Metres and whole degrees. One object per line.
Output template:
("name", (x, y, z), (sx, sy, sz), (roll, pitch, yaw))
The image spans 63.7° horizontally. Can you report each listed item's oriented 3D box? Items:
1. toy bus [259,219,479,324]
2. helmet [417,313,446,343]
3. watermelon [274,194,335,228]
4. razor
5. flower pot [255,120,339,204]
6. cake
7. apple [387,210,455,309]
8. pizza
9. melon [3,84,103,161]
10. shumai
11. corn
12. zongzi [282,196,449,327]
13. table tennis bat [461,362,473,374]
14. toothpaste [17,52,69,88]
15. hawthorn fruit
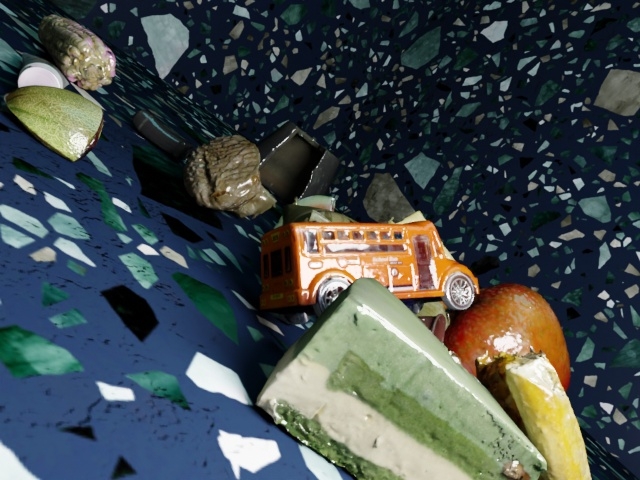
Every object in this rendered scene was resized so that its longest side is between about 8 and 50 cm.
("toy bus", (0.080, 0.046, 0.784), (0.330, 0.153, 0.143), (1, -10, -29))
("helmet", (0.137, 0.193, 0.815), (0.106, 0.155, 0.175), (4, -38, 25))
("watermelon", (0.008, -0.013, 1.288), (0.136, 0.207, 0.202), (-9, 59, -43))
("razor", (-0.377, -0.250, 1.235), (0.148, 0.054, 0.090), (38, 8, -7))
("flower pot", (-0.095, -0.237, 1.732), (0.379, 0.251, 0.379), (36, 7, -5))
("cake", (0.076, 0.180, 0.521), (0.283, 0.158, 0.172), (45, 11, 24))
("apple", (0.198, 0.068, 1.282), (0.315, 0.252, 0.309), (12, -17, -1))
("pizza", (0.251, 0.244, 0.656), (0.226, 0.086, 0.335), (-115, -177, -55))
("melon", (-0.393, -0.193, 0.767), (0.128, 0.079, 0.160), (32, 10, -43))
("shumai", (-0.184, -0.110, 1.082), (0.205, 0.167, 0.175), (-115, -178, -47))
("corn", (-0.603, -0.475, 1.261), (0.335, 0.126, 0.127), (44, 10, 37))
("zongzi", (0.098, 0.087, 1.054), (0.447, 0.181, 0.418), (38, 7, -15))
("table tennis bat", (0.230, 0.271, 0.782), (0.200, 0.038, 0.310), (61, 14, -6))
("toothpaste", (-0.507, -0.300, 0.944), (0.100, 0.066, 0.323), (33, 4, -33))
("hawthorn fruit", (0.418, 0.278, 1.149), (0.368, 0.285, 0.285), (61, 8, -1))
